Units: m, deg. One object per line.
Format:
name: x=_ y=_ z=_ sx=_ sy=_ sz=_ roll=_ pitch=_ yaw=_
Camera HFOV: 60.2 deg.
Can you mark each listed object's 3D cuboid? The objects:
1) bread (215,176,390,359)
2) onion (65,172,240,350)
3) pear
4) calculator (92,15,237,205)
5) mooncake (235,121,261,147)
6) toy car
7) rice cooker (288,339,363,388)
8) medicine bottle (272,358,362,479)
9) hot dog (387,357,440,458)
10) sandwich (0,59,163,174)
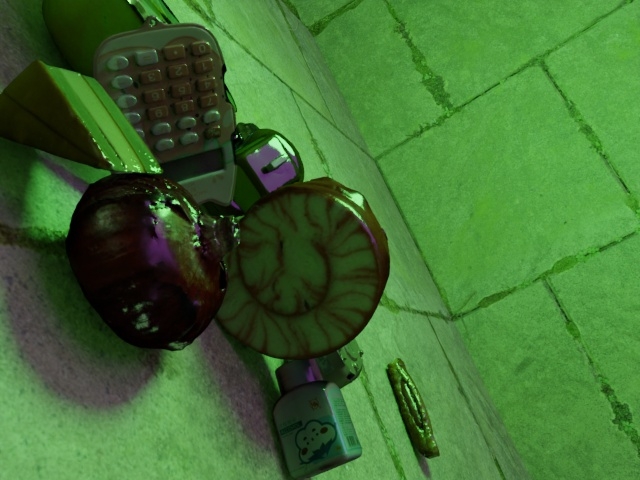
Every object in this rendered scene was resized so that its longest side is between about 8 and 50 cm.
bread: x=-0.038 y=0.055 z=0.973 sx=0.295 sy=0.327 sz=0.114 roll=62 pitch=17 yaw=-3
onion: x=-0.212 y=0.018 z=0.748 sx=0.252 sy=0.219 sz=0.252 roll=-20 pitch=90 yaw=-76
pear: x=-0.344 y=-0.348 z=1.002 sx=0.399 sy=0.165 sz=0.399 roll=53 pitch=8 yaw=-11
calculator: x=-0.237 y=-0.183 z=0.871 sx=0.048 sy=0.220 sz=0.330 roll=42 pitch=-38 yaw=44
mooncake: x=-0.153 y=-0.177 z=1.347 sx=0.228 sy=0.124 sz=0.228 roll=50 pitch=20 yaw=-25
toy car: x=-0.128 y=-0.128 z=1.109 sx=0.248 sy=0.198 sz=0.204 roll=-41 pitch=102 yaw=-39
rice cooker: x=0.013 y=0.243 z=1.141 sx=0.145 sy=0.127 sz=0.206 roll=61 pitch=10 yaw=7
medicine bottle: x=-0.017 y=0.307 z=0.972 sx=0.094 sy=0.119 sz=0.188 roll=35 pitch=30 yaw=-61
hot dog: x=0.253 y=0.462 z=1.532 sx=0.083 sy=0.068 sz=0.289 roll=74 pitch=-5 yaw=-54
sandwich: x=-0.328 y=-0.118 z=0.721 sx=0.187 sy=0.144 sz=0.117 roll=53 pitch=19 yaw=9
